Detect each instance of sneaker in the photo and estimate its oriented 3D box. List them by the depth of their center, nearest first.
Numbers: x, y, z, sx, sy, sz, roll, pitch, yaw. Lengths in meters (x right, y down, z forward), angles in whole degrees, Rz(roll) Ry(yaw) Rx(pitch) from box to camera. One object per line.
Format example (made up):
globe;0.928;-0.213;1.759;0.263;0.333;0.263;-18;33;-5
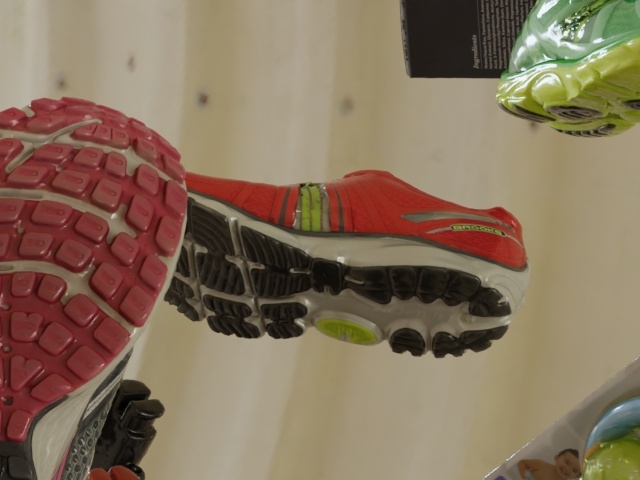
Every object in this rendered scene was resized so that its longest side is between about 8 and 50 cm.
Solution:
sneaker;-0.153;0.069;0.673;0.121;0.299;0.112;23;-21;-1
sneaker;0.188;-0.130;0.860;0.109;0.123;0.295;12;-3;-21
sneaker;0.000;0.000;0.978;0.279;0.118;0.107;13;-48;9

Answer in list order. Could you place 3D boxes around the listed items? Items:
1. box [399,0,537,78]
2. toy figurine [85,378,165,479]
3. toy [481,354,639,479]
box;0.192;-0.219;1.368;0.207;0.108;0.153;3;23;20
toy figurine;-0.253;0.195;1.275;0.209;0.148;0.213;26;23;-11
toy;0.169;0.147;0.769;0.137;0.056;0.237;47;-43;6
